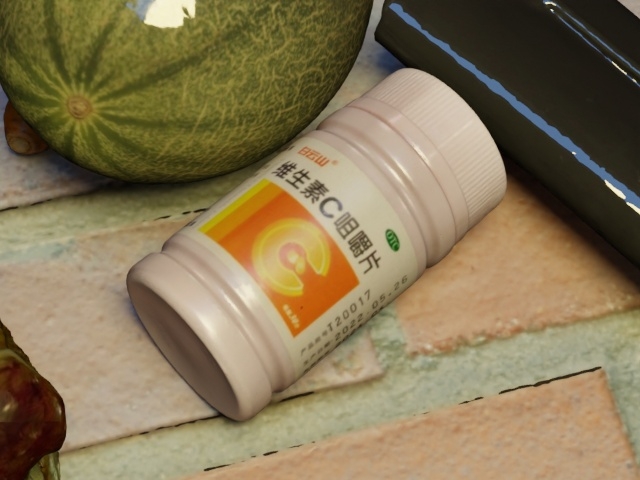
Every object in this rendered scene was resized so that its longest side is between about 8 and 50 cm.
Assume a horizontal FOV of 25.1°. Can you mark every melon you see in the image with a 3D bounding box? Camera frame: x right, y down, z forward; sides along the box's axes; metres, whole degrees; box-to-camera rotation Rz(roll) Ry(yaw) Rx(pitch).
[{"bbox_3d":[-0.091,-0.163,0.986,0.237,0.237,0.301,31,43,8],"label":"melon"}]

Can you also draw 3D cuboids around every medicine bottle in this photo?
[{"bbox_3d":[0.000,0.000,0.993,0.250,0.133,0.133,-37,75,-20],"label":"medicine bottle"}]

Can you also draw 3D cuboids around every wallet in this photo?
[{"bbox_3d":[0.245,-0.072,1.052,0.406,0.062,0.228,43,45,11],"label":"wallet"}]

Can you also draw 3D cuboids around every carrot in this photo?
[{"bbox_3d":[-0.186,-0.155,1.091,0.048,0.048,0.216,17,60,2],"label":"carrot"}]

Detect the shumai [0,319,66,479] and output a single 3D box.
[{"bbox_3d":[-0.281,0.094,0.886,0.272,0.203,0.222,21,65,8],"label":"shumai"}]
